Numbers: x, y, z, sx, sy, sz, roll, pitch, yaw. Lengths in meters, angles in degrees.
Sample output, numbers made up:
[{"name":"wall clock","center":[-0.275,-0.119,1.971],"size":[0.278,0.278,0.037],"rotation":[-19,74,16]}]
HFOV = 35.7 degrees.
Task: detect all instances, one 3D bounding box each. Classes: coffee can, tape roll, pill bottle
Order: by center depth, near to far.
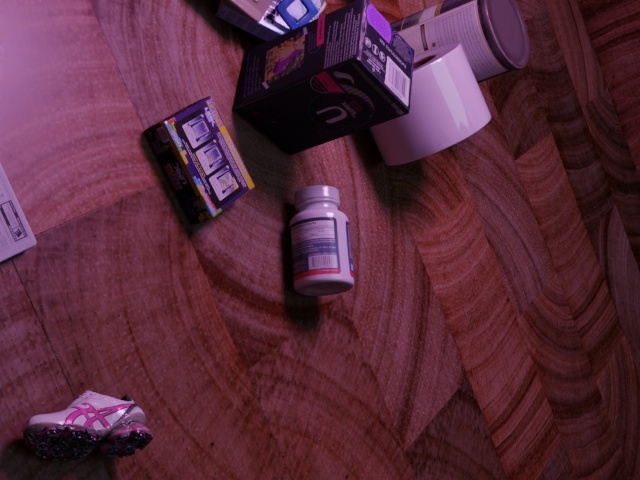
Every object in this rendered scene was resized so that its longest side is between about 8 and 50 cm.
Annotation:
[{"name":"pill bottle","center":[0.000,0.000,1.760],"size":[0.108,0.108,0.180],"rotation":[18,62,-50]},{"name":"tape roll","center":[0.209,-0.281,2.050],"size":[0.246,0.246,0.169],"rotation":[-43,112,-53]},{"name":"coffee can","center":[0.294,-0.432,2.202],"size":[0.201,0.275,0.201],"rotation":[27,55,-47]}]

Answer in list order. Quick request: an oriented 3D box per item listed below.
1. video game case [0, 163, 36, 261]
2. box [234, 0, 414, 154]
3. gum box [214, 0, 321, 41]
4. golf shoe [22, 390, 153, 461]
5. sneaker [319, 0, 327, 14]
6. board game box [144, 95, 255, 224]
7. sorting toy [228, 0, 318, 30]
[{"name":"video game case","center":[-0.458,-0.053,1.215],"size":[0.183,0.023,0.201],"rotation":[-35,107,-54]},{"name":"box","center":[0.008,-0.280,1.741],"size":[0.165,0.270,0.143],"rotation":[38,48,-40]},{"name":"gum box","center":[-0.089,-0.440,1.811],"size":[0.184,0.041,0.157],"rotation":[23,62,-25]},{"name":"golf shoe","center":[-0.308,0.236,1.282],"size":[0.186,0.067,0.086],"rotation":[13,37,-50]},{"name":"sneaker","center":[-0.050,-0.457,1.914],"size":[0.086,0.064,0.192],"rotation":[61,39,-26]},{"name":"board game box","center":[-0.191,-0.131,1.598],"size":[0.141,0.048,0.170],"rotation":[-43,111,-55]},{"name":"sorting toy","center":[-0.130,-0.507,1.716],"size":[0.348,0.047,0.196],"rotation":[33,85,-33]}]
